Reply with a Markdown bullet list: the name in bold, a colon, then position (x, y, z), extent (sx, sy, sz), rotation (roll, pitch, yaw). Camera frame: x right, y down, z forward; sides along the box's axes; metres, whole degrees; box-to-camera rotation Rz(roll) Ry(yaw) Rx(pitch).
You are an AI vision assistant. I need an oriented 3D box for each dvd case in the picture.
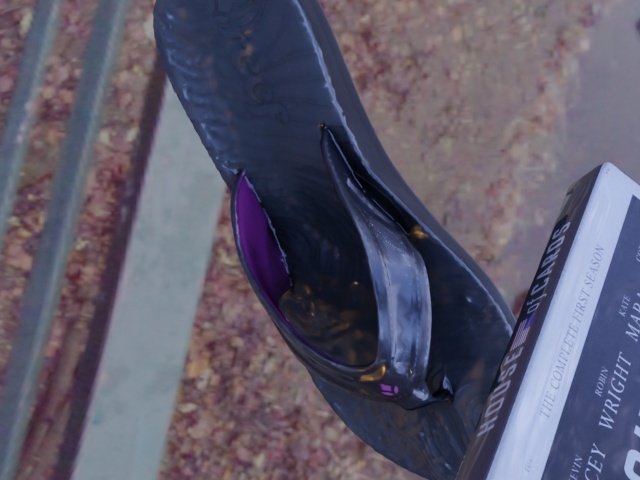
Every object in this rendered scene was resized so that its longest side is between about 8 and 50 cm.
- **dvd case**: position (0.166, 0.100, 0.442), extent (0.238, 0.029, 0.179), rotation (37, 47, -8)

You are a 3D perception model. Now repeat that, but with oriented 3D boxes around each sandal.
- **sandal**: position (-0.002, 0.000, 0.887), extent (0.446, 0.167, 0.107), rotation (59, 33, 0)
